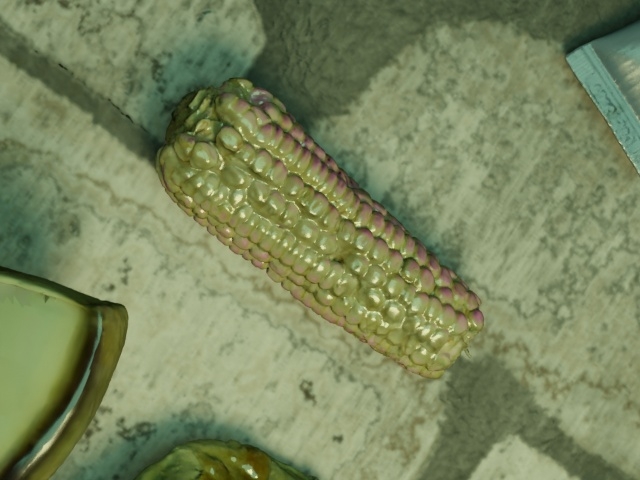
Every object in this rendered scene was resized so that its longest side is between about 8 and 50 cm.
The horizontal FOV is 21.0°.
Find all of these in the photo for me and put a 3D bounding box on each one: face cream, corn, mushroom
[{"bbox_3d":[0.417,-0.217,1.605,0.385,0.086,0.135,-34,95,-7],"label":"face cream"},{"bbox_3d":[0.001,-0.001,1.478,0.335,0.126,0.126,43,80,-14],"label":"corn"},{"bbox_3d":[-0.310,0.111,1.343,0.292,0.212,0.217,18,90,2],"label":"mushroom"}]

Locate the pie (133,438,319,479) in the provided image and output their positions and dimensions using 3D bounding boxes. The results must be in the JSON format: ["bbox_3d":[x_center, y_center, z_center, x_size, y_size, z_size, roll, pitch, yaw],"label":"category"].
[{"bbox_3d":[-0.069,0.305,1.417,0.306,0.071,0.306,20,53,-28],"label":"pie"}]
